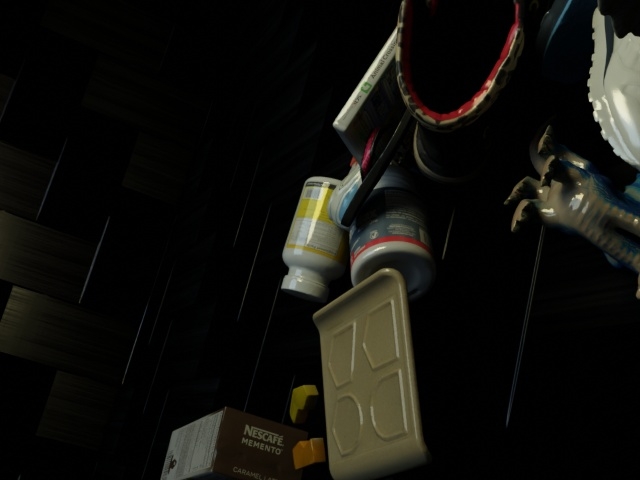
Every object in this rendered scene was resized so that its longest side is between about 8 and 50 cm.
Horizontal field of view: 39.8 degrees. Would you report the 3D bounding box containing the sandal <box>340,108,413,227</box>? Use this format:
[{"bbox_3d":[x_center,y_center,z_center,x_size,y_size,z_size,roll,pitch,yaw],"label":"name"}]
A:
[{"bbox_3d":[0.064,-0.101,1.101,0.179,0.040,0.067,-58,-7,5],"label":"sandal"}]

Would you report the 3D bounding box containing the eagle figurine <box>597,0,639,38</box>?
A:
[{"bbox_3d":[0.350,-0.292,0.643,0.226,0.225,0.298,-17,45,58],"label":"eagle figurine"}]

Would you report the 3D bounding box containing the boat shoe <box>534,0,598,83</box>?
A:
[{"bbox_3d":[0.292,-0.291,0.914,0.258,0.109,0.089,-55,21,30],"label":"boat shoe"}]

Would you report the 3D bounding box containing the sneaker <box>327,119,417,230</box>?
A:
[{"bbox_3d":[0.097,-0.117,1.314,0.086,0.085,0.237,29,89,30],"label":"sneaker"}]

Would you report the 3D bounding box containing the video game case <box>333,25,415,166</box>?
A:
[{"bbox_3d":[0.098,-0.193,1.165,0.193,0.023,0.212,-57,-18,-3],"label":"video game case"}]

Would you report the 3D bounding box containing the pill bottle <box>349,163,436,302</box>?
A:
[{"bbox_3d":[0.090,-0.013,1.158,0.108,0.108,0.180,-54,24,37],"label":"pill bottle"}]

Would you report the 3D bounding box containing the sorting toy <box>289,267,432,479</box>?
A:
[{"bbox_3d":[0.041,0.189,1.119,0.307,0.041,0.229,-39,54,55],"label":"sorting toy"}]

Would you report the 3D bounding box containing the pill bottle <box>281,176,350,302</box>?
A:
[{"bbox_3d":[0.000,0.000,1.389,0.103,0.103,0.184,-10,61,68],"label":"pill bottle"}]

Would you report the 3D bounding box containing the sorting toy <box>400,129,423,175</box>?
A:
[{"bbox_3d":[0.141,-0.124,1.234,0.061,0.042,0.102,-63,21,17],"label":"sorting toy"}]

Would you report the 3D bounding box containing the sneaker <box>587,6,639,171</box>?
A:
[{"bbox_3d":[0.302,-0.156,0.788,0.095,0.090,0.235,-34,40,44],"label":"sneaker"}]

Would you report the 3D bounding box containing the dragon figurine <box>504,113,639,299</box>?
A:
[{"bbox_3d":[0.249,-0.030,0.787,0.085,0.144,0.289,-64,1,19],"label":"dragon figurine"}]

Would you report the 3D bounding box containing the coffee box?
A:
[{"bbox_3d":[-0.137,0.339,1.353,0.246,0.141,0.098,-35,38,56],"label":"coffee box"}]

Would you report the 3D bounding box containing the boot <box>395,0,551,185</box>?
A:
[{"bbox_3d":[0.173,-0.259,0.966,0.284,0.138,0.377,19,-92,-78],"label":"boot"}]

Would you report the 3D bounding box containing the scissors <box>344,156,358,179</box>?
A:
[{"bbox_3d":[0.058,-0.115,1.475,0.297,0.021,0.109,-67,21,1],"label":"scissors"}]
